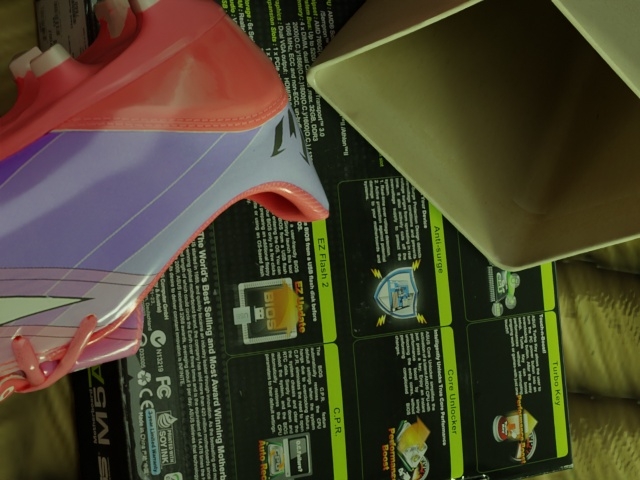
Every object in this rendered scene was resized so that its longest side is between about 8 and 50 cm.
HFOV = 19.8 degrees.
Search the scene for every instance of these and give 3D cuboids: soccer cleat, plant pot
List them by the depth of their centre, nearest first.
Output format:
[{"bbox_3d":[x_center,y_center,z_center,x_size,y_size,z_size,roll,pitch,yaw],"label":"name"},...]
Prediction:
[{"bbox_3d":[-0.109,0.021,0.527,0.248,0.083,0.095,-38,103,-14],"label":"soccer cleat"},{"bbox_3d":[0.082,-0.068,0.613,0.109,0.109,0.096,43,56,-24],"label":"plant pot"}]

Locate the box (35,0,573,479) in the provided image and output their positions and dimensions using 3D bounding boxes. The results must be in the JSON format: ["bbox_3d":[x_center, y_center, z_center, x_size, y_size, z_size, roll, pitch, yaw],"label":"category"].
[{"bbox_3d":[0.000,0.000,0.641,0.184,0.045,0.191,-7,92,-34],"label":"box"}]
